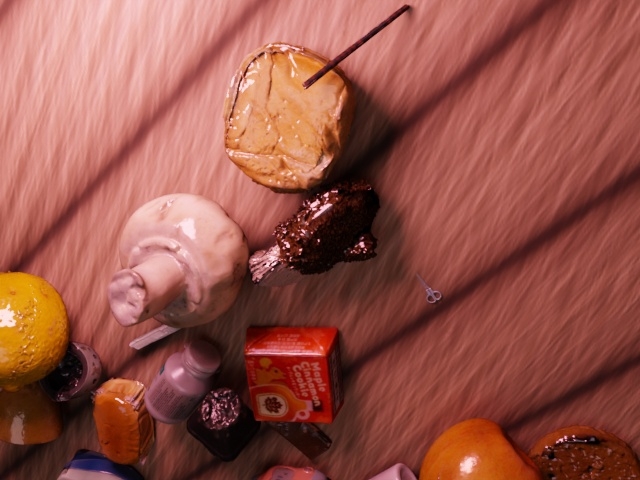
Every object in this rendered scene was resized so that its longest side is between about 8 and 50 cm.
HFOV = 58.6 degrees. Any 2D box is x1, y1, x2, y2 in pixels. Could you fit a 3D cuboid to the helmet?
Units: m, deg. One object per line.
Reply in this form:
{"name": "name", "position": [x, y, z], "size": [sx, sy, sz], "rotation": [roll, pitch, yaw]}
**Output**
{"name": "helmet", "position": [-0.650, 0.344, 1.516], "size": [0.177, 0.107, 0.153], "rotation": [-9, 79, 31]}

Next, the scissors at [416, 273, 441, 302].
{"name": "scissors", "position": [0.243, 0.107, 1.305], "size": [0.036, 0.006, 0.083], "rotation": [-33, 104, 20]}

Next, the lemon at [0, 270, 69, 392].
{"name": "lemon", "position": [-0.751, 0.211, 1.392], "size": [0.258, 0.258, 0.310], "rotation": [-32, 64, 21]}

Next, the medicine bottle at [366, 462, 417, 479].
{"name": "medicine bottle", "position": [0.164, 0.679, 1.520], "size": [0.186, 0.103, 0.103], "rotation": [-39, 102, 23]}

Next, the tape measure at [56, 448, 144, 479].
{"name": "tape measure", "position": [-0.655, 0.781, 1.699], "size": [0.262, 0.138, 0.259], "rotation": [11, 116, 5]}

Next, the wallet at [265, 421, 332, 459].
{"name": "wallet", "position": [-0.058, 0.515, 1.531], "size": [0.095, 0.026, 0.176], "rotation": [-41, 102, 21]}

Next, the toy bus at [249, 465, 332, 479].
{"name": "toy bus", "position": [-0.102, 0.746, 1.565], "size": [0.232, 0.194, 0.288], "rotation": [19, 117, 15]}

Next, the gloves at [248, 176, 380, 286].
{"name": "gloves", "position": [0.001, -0.004, 1.212], "size": [0.210, 0.135, 0.312], "rotation": [21, 127, -35]}

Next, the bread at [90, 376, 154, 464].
{"name": "bread", "position": [-0.543, 0.503, 1.572], "size": [0.136, 0.107, 0.241], "rotation": [7, 114, 11]}

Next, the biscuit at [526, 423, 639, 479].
{"name": "biscuit", "position": [0.638, 0.580, 1.404], "size": [0.296, 0.075, 0.296], "rotation": [5, 110, 12]}

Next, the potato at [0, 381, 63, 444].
{"name": "potato", "position": [-0.808, 0.454, 1.578], "size": [0.203, 0.178, 0.158], "rotation": [21, 102, 28]}

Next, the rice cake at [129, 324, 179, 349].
{"name": "rice cake", "position": [-0.421, 0.241, 1.472], "size": [0.170, 0.033, 0.029], "rotation": [-26, 106, 19]}

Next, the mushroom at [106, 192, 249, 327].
{"name": "mushroom", "position": [-0.324, 0.062, 1.207], "size": [0.314, 0.336, 0.314], "rotation": [5, 106, 19]}

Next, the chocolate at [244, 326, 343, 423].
{"name": "chocolate", "position": [-0.067, 0.335, 1.409], "size": [0.234, 0.108, 0.237], "rotation": [0, 112, 9]}

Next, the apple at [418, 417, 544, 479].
{"name": "apple", "position": [0.383, 0.576, 1.337], "size": [0.299, 0.299, 0.275], "rotation": [32, 101, -4]}

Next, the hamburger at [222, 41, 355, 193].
{"name": "hamburger", "position": [-0.068, -0.238, 1.132], "size": [0.259, 0.144, 0.283], "rotation": [26, 106, -2]}

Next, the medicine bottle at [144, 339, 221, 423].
{"name": "medicine bottle", "position": [-0.345, 0.355, 1.452], "size": [0.135, 0.135, 0.215], "rotation": [36, 115, -6]}

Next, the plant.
{"name": "plant", "position": [-0.247, 0.463, 1.458], "size": [0.164, 0.142, 0.256], "rotation": [34, 146, 12]}

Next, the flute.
{"name": "flute", "position": [0.067, -0.356, 1.042], "size": [0.269, 0.014, 0.014], "rotation": [-41, 104, -15]}
